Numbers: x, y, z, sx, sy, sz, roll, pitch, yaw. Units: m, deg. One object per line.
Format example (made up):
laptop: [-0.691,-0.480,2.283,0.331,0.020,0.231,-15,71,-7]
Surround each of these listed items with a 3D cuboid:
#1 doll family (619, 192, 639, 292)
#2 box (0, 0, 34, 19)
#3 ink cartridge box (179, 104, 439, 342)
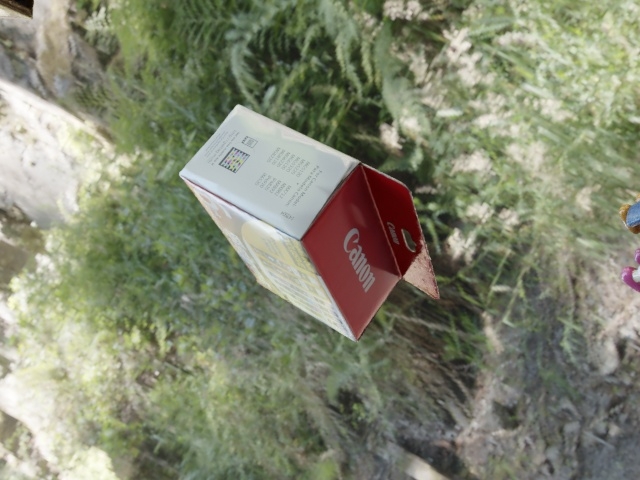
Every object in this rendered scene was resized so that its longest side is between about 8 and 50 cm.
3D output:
doll family: [0.377,-0.069,0.751,0.263,0.118,0.163,-48,2,-23]
box: [-0.317,-0.175,0.489,0.164,0.201,0.021,1,-85,-76]
ink cartridge box: [0.000,0.000,1.036,0.130,0.272,0.309,-53,-30,-16]
